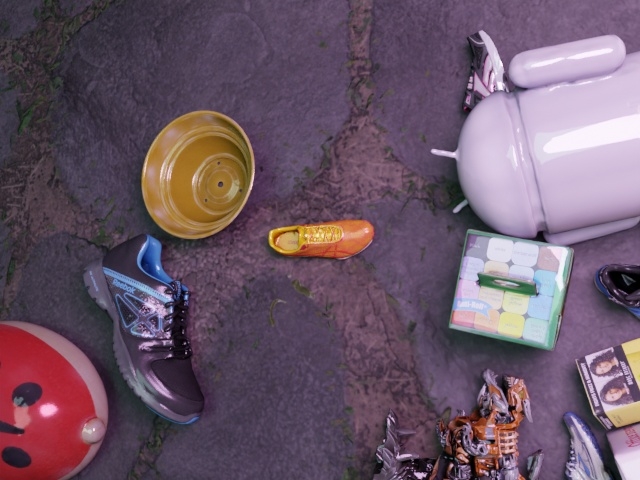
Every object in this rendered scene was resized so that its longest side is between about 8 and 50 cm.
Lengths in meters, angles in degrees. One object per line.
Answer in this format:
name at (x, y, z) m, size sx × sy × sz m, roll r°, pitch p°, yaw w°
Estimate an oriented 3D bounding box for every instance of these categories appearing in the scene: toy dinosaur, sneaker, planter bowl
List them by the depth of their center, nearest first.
sneaker at (0.432, 0.079, 0.831) m, size 0.152 × 0.084 × 0.058 m, roll 36°, pitch 96°, yaw 21°
sneaker at (0.350, 0.298, 0.852) m, size 0.058 × 0.052 × 0.135 m, roll -27°, pitch 74°, yaw 20°
toy dinosaur at (0.180, 0.331, 0.868) m, size 0.218 × 0.164 × 0.322 m, roll 18°, pitch 67°, yaw 6°
sneaker at (0.244, -0.227, 0.955) m, size 0.077 × 0.072 × 0.178 m, roll -19°, pitch 75°, yaw 19°
sneaker at (0.000, 0.000, 1.020) m, size 0.175 × 0.067 × 0.064 m, roll -10°, pitch 78°, yaw 18°
sneaker at (-0.277, 0.143, 1.077) m, size 0.139 × 0.125 × 0.341 m, roll -35°, pitch 74°, yaw 8°
planter bowl at (-0.190, -0.104, 1.094) m, size 0.217 × 0.090 × 0.217 m, roll -3°, pitch 82°, yaw 22°

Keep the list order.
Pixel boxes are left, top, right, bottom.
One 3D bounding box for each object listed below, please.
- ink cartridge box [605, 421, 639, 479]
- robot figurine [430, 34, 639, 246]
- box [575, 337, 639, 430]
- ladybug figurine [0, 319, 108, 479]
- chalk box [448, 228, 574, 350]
ink cartridge box at (0.486, 0.243, 0.721) m, size 0.283 × 0.207 × 0.117 m, roll -24°, pitch 74°, yaw 16°
robot figurine at (0.329, -0.117, 0.816) m, size 0.353 × 0.300 × 0.200 m, roll -14°, pitch 34°, yaw 19°
box at (0.451, 0.158, 0.796) m, size 0.232 × 0.058 × 0.087 m, roll -25°, pitch 44°, yaw 25°
ladybug figurine at (-0.588, 0.299, 1.154) m, size 0.449 × 0.162 × 0.305 m, roll 3°, pitch 83°, yaw 21°
chalk box at (0.251, 0.065, 0.831) m, size 0.132 × 0.213 × 0.132 m, roll 12°, pitch 90°, yaw 23°
